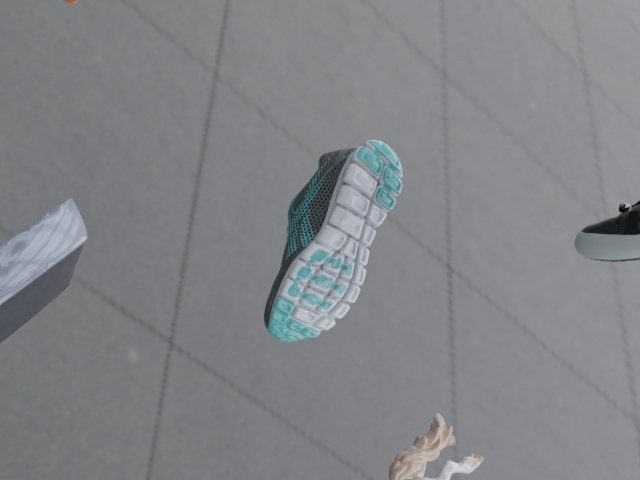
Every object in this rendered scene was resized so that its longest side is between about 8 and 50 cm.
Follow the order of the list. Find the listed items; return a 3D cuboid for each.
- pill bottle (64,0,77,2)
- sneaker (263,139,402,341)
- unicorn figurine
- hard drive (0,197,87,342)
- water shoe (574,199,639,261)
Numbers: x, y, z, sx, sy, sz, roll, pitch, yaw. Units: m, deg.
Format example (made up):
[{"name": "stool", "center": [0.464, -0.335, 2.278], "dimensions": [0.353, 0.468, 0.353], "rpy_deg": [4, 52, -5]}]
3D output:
[{"name": "pill bottle", "center": [-0.324, -0.316, 1.293], "dimensions": [0.245, 0.130, 0.130], "rpy_deg": [24, 43, -33]}, {"name": "sneaker", "center": [0.000, 0.000, 1.029], "dimensions": [0.065, 0.076, 0.166], "rpy_deg": [37, 75, -32]}, {"name": "unicorn figurine", "center": [0.091, 0.222, 1.044], "dimensions": [0.111, 0.060, 0.162], "rpy_deg": [-40, 105, -35]}, {"name": "hard drive", "center": [-0.357, 0.070, 1.440], "dimensions": [0.054, 0.172, 0.254], "rpy_deg": [47, 59, 6]}, {"name": "water shoe", "center": [0.276, -0.036, 0.963], "dimensions": [0.073, 0.203, 0.080], "rpy_deg": [-4, 82, -66]}]
